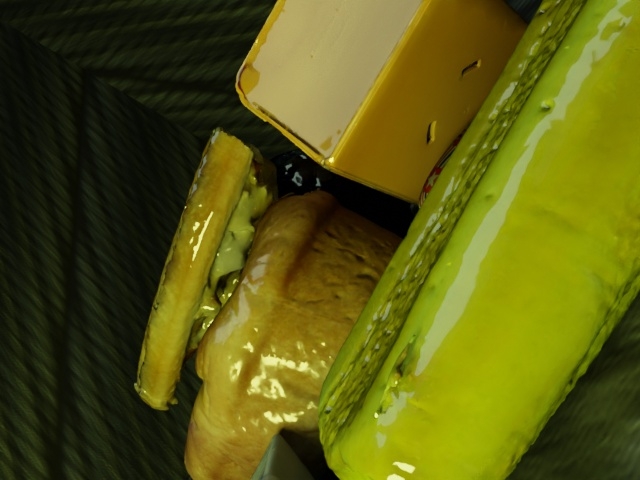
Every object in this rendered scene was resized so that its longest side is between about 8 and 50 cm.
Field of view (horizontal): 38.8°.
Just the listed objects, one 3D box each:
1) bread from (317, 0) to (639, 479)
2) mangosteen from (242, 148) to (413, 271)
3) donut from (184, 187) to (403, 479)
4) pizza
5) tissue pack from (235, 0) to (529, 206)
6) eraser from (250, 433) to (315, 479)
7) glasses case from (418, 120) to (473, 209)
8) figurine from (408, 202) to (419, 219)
[{"bbox_3d":[0.131,-0.023,0.475,0.383,0.112,0.166,-60,9,1],"label":"bread"},{"bbox_3d":[0.000,0.000,1.091,0.243,0.243,0.243,-59,4,7],"label":"mangosteen"},{"bbox_3d":[-0.021,0.107,0.854,0.317,0.150,0.299,65,-131,-83],"label":"donut"},{"bbox_3d":[-0.104,0.014,0.910,0.223,0.090,0.323,-72,3,-60],"label":"pizza"},{"bbox_3d":[0.082,-0.147,0.838,0.275,0.145,0.194,17,-74,-55],"label":"tissue pack"},{"bbox_3d":[-0.063,0.307,0.553,0.397,0.082,0.213,-73,9,-72],"label":"eraser"},{"bbox_3d":[0.155,-0.091,0.801,0.194,0.049,0.073,-44,-6,-15],"label":"glasses case"},{"bbox_3d":[0.135,-0.156,1.166,0.308,0.143,0.308,-57,7,11],"label":"figurine"}]
